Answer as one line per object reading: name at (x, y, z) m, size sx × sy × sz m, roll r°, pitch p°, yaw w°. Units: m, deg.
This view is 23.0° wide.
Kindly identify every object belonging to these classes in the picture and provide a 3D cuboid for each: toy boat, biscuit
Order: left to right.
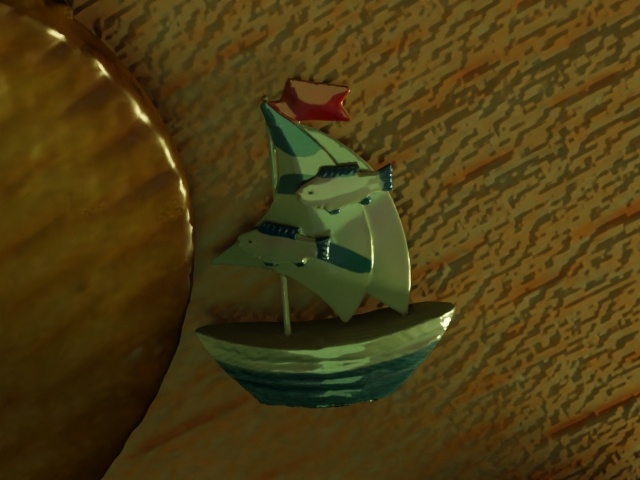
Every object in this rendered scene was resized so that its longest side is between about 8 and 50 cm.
biscuit at (-0.193, 0.036, 0.590) m, size 0.318 × 0.040 × 0.318 m, roll -18°, pitch 130°, yaw -22°
toy boat at (0.009, 0.007, 0.661) m, size 0.105 × 0.034 × 0.149 m, roll 16°, pitch 110°, yaw -7°
